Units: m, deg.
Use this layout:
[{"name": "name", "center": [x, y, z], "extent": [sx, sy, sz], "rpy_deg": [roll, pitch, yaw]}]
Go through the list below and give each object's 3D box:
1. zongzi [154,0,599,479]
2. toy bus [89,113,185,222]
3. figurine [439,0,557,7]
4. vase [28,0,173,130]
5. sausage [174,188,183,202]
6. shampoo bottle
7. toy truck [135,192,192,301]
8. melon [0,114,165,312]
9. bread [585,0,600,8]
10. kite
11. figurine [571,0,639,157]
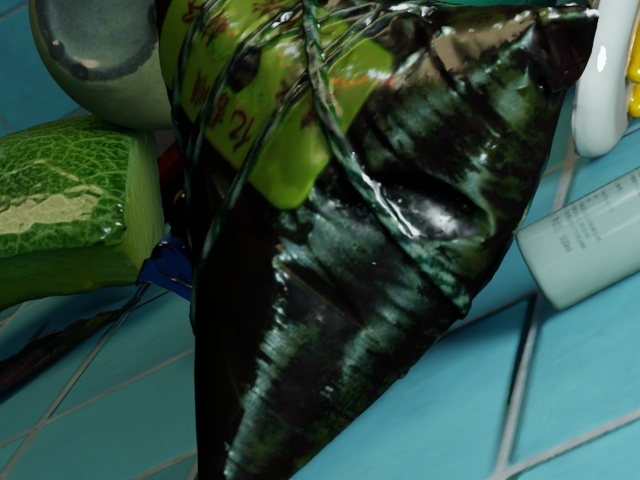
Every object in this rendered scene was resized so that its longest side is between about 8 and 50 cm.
[{"name": "zongzi", "center": [0.000, 0.000, 1.158], "extent": [0.362, 0.319, 0.383], "rpy_deg": [-57, 19, -1]}, {"name": "toy bus", "center": [-0.245, -0.070, 2.136], "extent": [0.127, 0.147, 0.302], "rpy_deg": [-32, 10, 27]}, {"name": "figurine", "center": [0.092, -0.212, 1.626], "extent": [0.340, 0.231, 0.323], "rpy_deg": [-37, 42, 20]}, {"name": "vase", "center": [-0.152, -0.263, 1.832], "extent": [0.241, 0.329, 0.302], "rpy_deg": [-42, -18, 25]}, {"name": "sausage", "center": [-0.130, -0.028, 1.936], "extent": [0.033, 0.033, 0.269], "rpy_deg": [-32, 12, -4]}, {"name": "shampoo bottle", "center": [0.209, -0.026, 1.060], "extent": [0.195, 0.056, 0.056], "rpy_deg": [-28, 13, 13]}, {"name": "toy truck", "center": [-0.040, -0.016, 1.429], "extent": [0.208, 0.126, 0.113], "rpy_deg": [-38, 7, 39]}, {"name": "melon", "center": [-0.329, 0.009, 1.853], "extent": [0.343, 0.226, 0.331], "rpy_deg": [-12, 28, 3]}, {"name": "bread", "center": [0.279, -0.332, 1.716], "extent": [0.178, 0.142, 0.266], "rpy_deg": [-24, 55, -11]}, {"name": "kite", "center": [-0.322, 0.141, 1.784], "extent": [0.321, 0.016, 0.234], "rpy_deg": [-26, 15, 26]}, {"name": "figurine", "center": [0.281, -0.153, 1.345], "extent": [0.141, 0.166, 0.250], "rpy_deg": [12, 59, 18]}]
